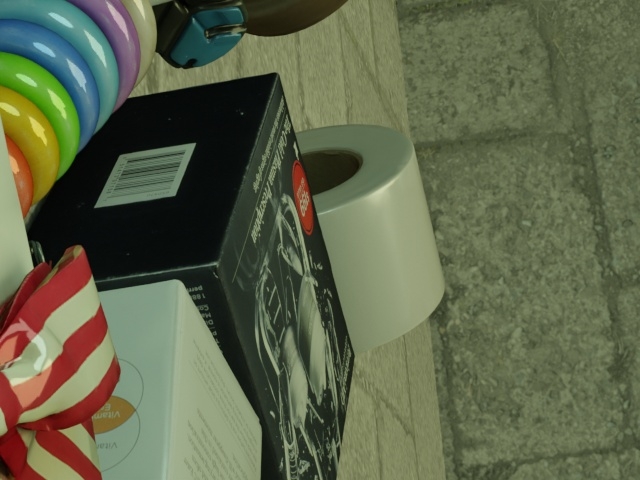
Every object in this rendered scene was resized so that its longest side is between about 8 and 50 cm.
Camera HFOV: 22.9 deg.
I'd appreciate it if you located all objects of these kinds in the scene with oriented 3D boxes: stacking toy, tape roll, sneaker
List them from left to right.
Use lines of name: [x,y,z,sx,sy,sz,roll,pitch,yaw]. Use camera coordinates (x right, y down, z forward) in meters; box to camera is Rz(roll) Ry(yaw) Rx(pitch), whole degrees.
stacking toy: [-0.218,-0.078,1.059,0.330,0.141,0.141,-72,151,-54]
sneaker: [-0.189,-0.294,1.436,0.139,0.125,0.341,55,-2,37]
tape roll: [0.000,0.000,1.698,0.246,0.246,0.169,-75,152,-63]

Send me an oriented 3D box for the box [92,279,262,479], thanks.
box: [-0.158,0.219,0.861,0.168,0.215,0.345,67,18,-49]

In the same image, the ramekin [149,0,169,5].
ramekin: [-0.155,-0.298,1.199,0.273,0.273,0.127,52,18,-66]

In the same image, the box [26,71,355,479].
box: [-0.100,0.076,1.332,0.343,0.179,0.312,-78,157,-59]

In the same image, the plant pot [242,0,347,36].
plant pot: [-0.083,-0.383,1.681,0.229,0.263,0.263,32,48,-52]

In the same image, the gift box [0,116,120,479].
gift box: [-0.217,0.094,0.589,0.255,0.258,0.276,-56,134,-72]

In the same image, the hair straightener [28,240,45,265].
hair straightener: [-0.175,0.052,1.000,0.230,0.089,0.047,120,-23,-63]
